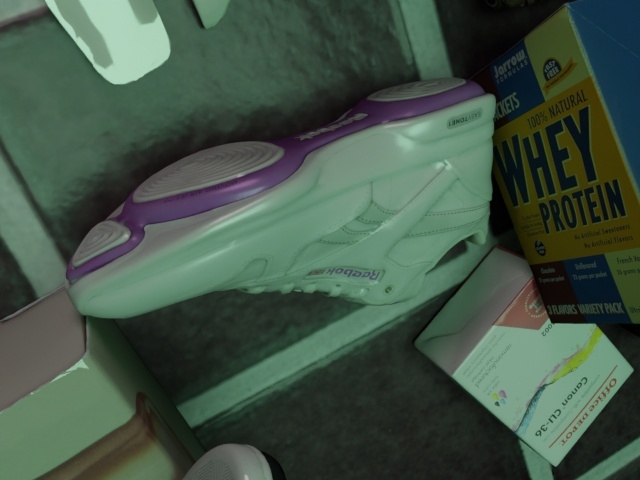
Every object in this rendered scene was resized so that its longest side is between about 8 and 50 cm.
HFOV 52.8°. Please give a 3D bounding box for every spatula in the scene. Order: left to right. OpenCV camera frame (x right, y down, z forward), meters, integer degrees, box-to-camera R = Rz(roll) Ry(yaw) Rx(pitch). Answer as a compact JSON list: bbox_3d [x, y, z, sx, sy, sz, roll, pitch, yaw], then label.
[{"bbox_3d":[-0.116,-0.230,0.359,0.168,0.019,0.242,-33,116,-9],"label":"spatula"}]

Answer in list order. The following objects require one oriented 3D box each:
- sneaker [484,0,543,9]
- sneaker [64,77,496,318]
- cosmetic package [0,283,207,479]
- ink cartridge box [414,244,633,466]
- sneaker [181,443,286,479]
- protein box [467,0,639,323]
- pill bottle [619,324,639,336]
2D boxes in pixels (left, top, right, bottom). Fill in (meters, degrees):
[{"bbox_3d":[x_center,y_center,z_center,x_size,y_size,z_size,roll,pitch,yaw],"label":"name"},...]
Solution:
[{"bbox_3d":[0.148,-0.201,0.462,0.189,0.066,0.071,5,123,-20],"label":"sneaker"},{"bbox_3d":[0.000,0.000,0.416,0.305,0.114,0.152,-22,116,-21],"label":"sneaker"},{"bbox_3d":[-0.137,0.194,0.421,0.153,0.129,0.296,-33,115,-10],"label":"cosmetic package"},{"bbox_3d":[0.190,0.112,0.563,0.198,0.067,0.115,42,87,-27],"label":"ink cartridge box"},{"bbox_3d":[-0.031,0.207,0.364,0.121,0.079,0.216,10,107,-31],"label":"sneaker"},{"bbox_3d":[0.246,-0.068,0.454,0.201,0.136,0.199,-20,88,-15],"label":"protein box"},{"bbox_3d":[0.359,0.076,0.536,0.123,0.219,0.122,-7,108,-21],"label":"pill bottle"}]
